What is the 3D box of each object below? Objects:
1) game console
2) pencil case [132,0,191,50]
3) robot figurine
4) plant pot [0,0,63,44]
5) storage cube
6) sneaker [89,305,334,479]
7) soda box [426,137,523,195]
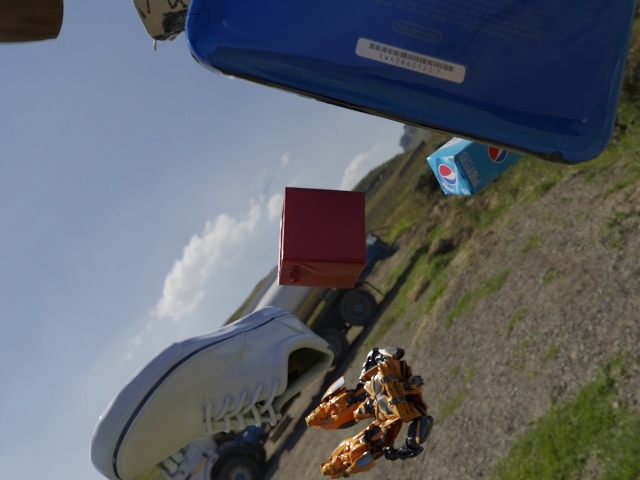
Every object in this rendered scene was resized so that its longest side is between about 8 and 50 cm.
[{"bbox_3d":[0.071,-0.195,0.464,0.173,0.293,0.250,136,148,-83],"label":"game console"},{"bbox_3d":[-0.206,-0.557,1.288,0.410,0.160,0.184,-14,-31,-5],"label":"pencil case"},{"bbox_3d":[0.090,0.333,1.107,0.085,0.211,0.291,5,-41,-37],"label":"robot figurine"},{"bbox_3d":[-0.661,-0.489,1.192,0.230,0.215,0.215,1,-45,-42],"label":"plant pot"},{"bbox_3d":[0.000,0.000,1.404,0.184,0.193,0.215,106,165,-66],"label":"storage cube"},{"bbox_3d":[-0.078,0.130,0.521,0.258,0.091,0.094,-29,-48,-51],"label":"sneaker"},{"bbox_3d":[0.263,-0.151,0.861,0.210,0.067,0.071,-36,18,-16],"label":"soda box"}]
